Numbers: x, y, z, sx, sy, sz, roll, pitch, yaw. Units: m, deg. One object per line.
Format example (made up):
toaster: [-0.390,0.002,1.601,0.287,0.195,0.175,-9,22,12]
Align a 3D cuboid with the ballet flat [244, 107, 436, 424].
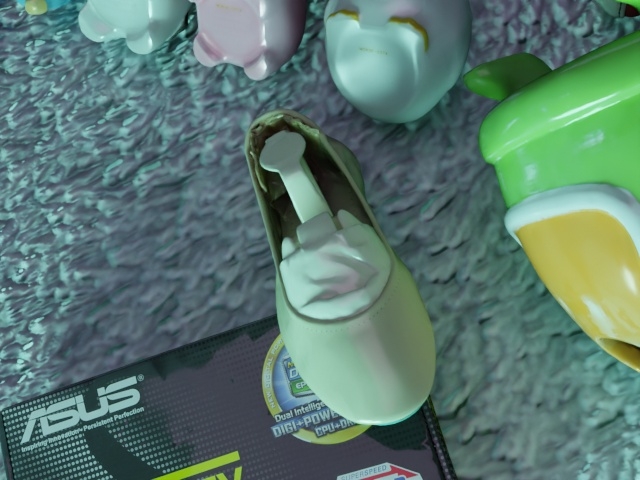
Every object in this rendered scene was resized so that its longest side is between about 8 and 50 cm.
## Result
ballet flat: [0.000,0.000,0.610,0.086,0.086,0.248,-25,39,3]

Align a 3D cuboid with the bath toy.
bath toy: [-0.051,-0.196,0.718,0.348,0.151,0.129,21,44,16]

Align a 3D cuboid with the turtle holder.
turtle holder: [0.254,-0.044,0.571,0.320,0.243,0.227,-16,84,-35]

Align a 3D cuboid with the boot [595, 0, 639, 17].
boot: [0.302,-0.223,0.671,0.176,0.088,0.244,32,78,17]

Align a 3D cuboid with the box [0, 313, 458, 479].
box: [-0.049,0.169,0.635,0.270,0.060,0.216,-19,71,5]
